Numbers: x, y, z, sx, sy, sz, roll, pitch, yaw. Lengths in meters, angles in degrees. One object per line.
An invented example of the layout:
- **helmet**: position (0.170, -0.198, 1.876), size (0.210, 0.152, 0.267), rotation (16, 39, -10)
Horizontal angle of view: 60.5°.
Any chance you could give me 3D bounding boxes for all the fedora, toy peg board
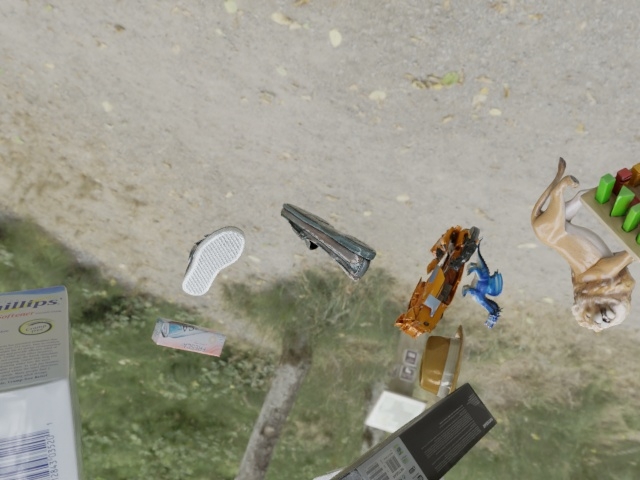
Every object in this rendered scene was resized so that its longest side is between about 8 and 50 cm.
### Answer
- **fedora**: position (0.258, 0.269, 1.189), size (0.079, 0.195, 0.194), rotation (14, 159, 11)
- **toy peg board**: position (0.581, -0.074, 0.964), size (0.160, 0.161, 0.079), rotation (-28, 147, -1)

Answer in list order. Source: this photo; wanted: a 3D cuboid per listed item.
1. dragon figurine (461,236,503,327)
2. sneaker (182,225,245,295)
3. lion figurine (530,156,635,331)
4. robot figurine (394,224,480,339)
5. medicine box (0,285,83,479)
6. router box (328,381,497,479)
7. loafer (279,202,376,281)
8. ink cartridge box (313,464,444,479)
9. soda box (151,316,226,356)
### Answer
- **dragon figurine**: position (0.540, 0.132, 1.773), size (0.143, 0.290, 0.085), rotation (11, -171, 10)
- **sneaker**: position (-0.350, 0.037, 1.776), size (0.126, 0.128, 0.321), rotation (29, 126, -25)
- **lion figurine**: position (0.623, 0.015, 1.317), size (0.392, 0.142, 0.240), rotation (56, 137, 14)
- **robot figurine**: position (0.281, 0.088, 1.298), size (0.085, 0.291, 0.211), rotation (29, 164, 3)
- **medicine box**: position (-0.466, 0.256, 0.868), size (0.149, 0.264, 0.289), rotation (-5, -156, -24)
- **router box**: position (0.099, 0.354, 0.833), size (0.308, 0.081, 0.243), rotation (-13, 152, -48)
- **loafer**: position (0.000, 0.000, 1.240), size (0.267, 0.084, 0.096), rotation (31, -169, 31)
- **ink cartridge box**: position (0.142, 0.580, 1.108), size (0.198, 0.270, 0.197), rotation (-2, 153, -32)
- **soda box**: position (-0.347, 0.257, 1.458), size (0.183, 0.063, 0.058), rotation (19, 176, -32)
